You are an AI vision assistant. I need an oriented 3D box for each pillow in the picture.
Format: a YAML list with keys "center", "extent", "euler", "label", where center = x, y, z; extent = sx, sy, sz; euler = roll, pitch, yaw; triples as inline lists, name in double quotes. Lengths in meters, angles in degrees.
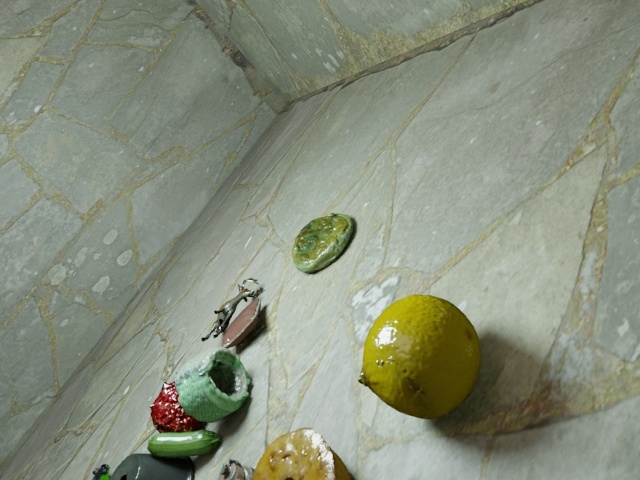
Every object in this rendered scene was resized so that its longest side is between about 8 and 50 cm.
- center: [-0.280, 0.310, 1.546]
  extent: [0.179, 0.075, 0.171]
  euler: [-47, 10, 13]
  label: "pillow"

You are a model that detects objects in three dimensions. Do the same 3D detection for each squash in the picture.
- center: [-0.411, 0.615, 1.277]
  extent: [0.219, 0.077, 0.068]
  euler: [-6, 9, -1]
  label: "squash"

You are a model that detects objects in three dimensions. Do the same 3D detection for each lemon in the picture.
- center: [0.207, 0.226, 0.861]
  extent: [0.253, 0.228, 0.228]
  euler: [-54, 29, -16]
  label: "lemon"

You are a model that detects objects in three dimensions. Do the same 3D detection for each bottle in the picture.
- center: [-0.185, 0.586, 1.002]
  extent: [0.099, 0.152, 0.099]
  euler: [-32, 33, 24]
  label: "bottle"

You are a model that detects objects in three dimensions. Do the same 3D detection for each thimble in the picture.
- center: [-0.334, 0.443, 1.315]
  extent: [0.150, 0.219, 0.219]
  euler: [-35, 31, 20]
  label: "thimble"

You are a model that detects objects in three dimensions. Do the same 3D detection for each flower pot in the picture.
- center: [-0.526, 0.742, 1.253]
  extent: [0.269, 0.166, 0.269]
  euler: [-35, 29, 23]
  label: "flower pot"

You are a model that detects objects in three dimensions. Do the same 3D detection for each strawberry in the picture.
- center: [-0.461, 0.572, 1.393]
  extent: [0.187, 0.184, 0.201]
  euler: [-41, 58, 0]
  label: "strawberry"

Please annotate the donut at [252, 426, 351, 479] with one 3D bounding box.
- center: [-0.042, 0.557, 0.891]
  extent: [0.278, 0.108, 0.277]
  euler: [-33, 32, 24]
  label: "donut"

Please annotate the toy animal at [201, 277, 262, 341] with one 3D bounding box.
- center: [-0.353, 0.267, 1.641]
  extent: [0.243, 0.087, 0.260]
  euler: [-47, 1, 20]
  label: "toy animal"

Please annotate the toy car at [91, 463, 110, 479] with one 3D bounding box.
- center: [-0.815, 0.907, 1.534]
  extent: [0.071, 0.062, 0.165]
  euler: [-26, 35, 31]
  label: "toy car"

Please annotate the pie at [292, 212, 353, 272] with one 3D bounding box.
- center: [0.000, 0.000, 1.577]
  extent: [0.277, 0.078, 0.277]
  euler: [-32, 34, 25]
  label: "pie"
